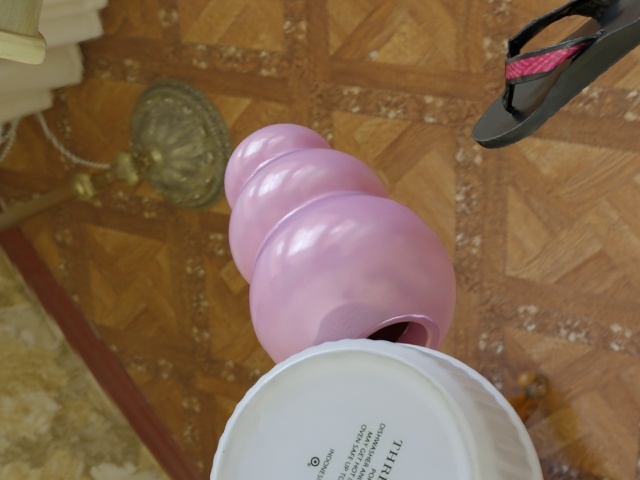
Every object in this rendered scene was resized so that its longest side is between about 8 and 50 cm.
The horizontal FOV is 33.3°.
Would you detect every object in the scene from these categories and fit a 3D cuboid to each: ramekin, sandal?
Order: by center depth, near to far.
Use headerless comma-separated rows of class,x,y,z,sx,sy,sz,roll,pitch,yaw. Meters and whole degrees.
sandal,0.135,-0.110,0.588,0.040,0.067,0.179,33,146,-12
ramekin,0.035,0.201,0.851,0.273,0.127,0.272,-8,68,19

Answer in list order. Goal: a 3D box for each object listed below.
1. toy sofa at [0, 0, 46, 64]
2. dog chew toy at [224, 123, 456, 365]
toy sofa,-0.223,-0.303,0.662,0.177,0.150,0.362,41,118,60
dog chew toy,0.000,0.000,1.115,0.332,0.207,0.206,59,140,40
